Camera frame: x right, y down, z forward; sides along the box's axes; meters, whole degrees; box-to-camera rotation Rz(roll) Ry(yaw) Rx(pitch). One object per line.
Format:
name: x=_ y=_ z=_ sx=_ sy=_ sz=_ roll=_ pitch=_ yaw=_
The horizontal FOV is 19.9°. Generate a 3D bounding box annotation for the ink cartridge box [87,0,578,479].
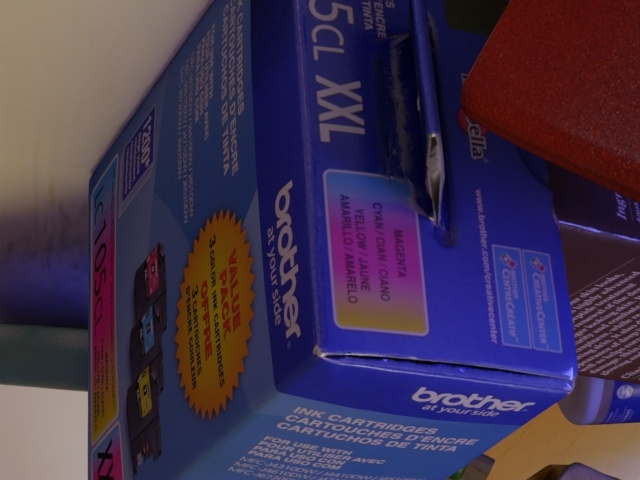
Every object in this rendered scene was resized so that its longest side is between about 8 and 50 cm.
ink cartridge box: x=0.000 y=0.000 z=1.000 sx=0.151 sy=0.270 sz=0.395 roll=9 pitch=150 yaw=-25

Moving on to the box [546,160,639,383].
box: x=0.210 y=-0.003 z=1.208 sx=0.381 sy=0.143 sz=0.191 roll=9 pitch=151 yaw=-34

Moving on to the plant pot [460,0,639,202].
plant pot: x=0.275 y=-0.086 z=0.804 sx=0.267 sy=0.236 sz=0.267 roll=19 pitch=106 yaw=-42

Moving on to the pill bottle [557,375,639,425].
pill bottle: x=0.283 y=0.086 z=1.438 sx=0.186 sy=0.112 sz=0.112 roll=-3 pitch=154 yaw=-10

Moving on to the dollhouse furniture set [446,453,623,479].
dollhouse furniture set: x=0.186 y=0.149 z=1.368 sx=0.301 sy=0.151 sz=0.197 roll=25 pitch=166 yaw=7

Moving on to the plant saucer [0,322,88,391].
plant saucer: x=-0.147 y=0.086 z=1.298 sx=0.317 sy=0.044 sz=0.317 roll=4 pitch=176 yaw=0
